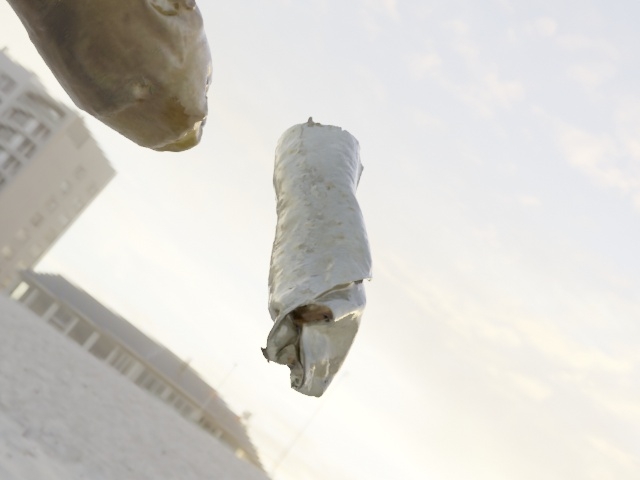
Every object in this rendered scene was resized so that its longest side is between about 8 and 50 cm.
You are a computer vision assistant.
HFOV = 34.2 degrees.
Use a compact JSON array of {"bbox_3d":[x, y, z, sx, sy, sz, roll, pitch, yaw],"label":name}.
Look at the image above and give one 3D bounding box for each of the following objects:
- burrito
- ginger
[{"bbox_3d":[0.000,0.000,0.620,0.060,0.226,0.087,-2,-56,2],"label":"burrito"},{"bbox_3d":[-0.130,-0.099,0.345,0.133,0.059,0.214,-33,-62,24],"label":"ginger"}]
